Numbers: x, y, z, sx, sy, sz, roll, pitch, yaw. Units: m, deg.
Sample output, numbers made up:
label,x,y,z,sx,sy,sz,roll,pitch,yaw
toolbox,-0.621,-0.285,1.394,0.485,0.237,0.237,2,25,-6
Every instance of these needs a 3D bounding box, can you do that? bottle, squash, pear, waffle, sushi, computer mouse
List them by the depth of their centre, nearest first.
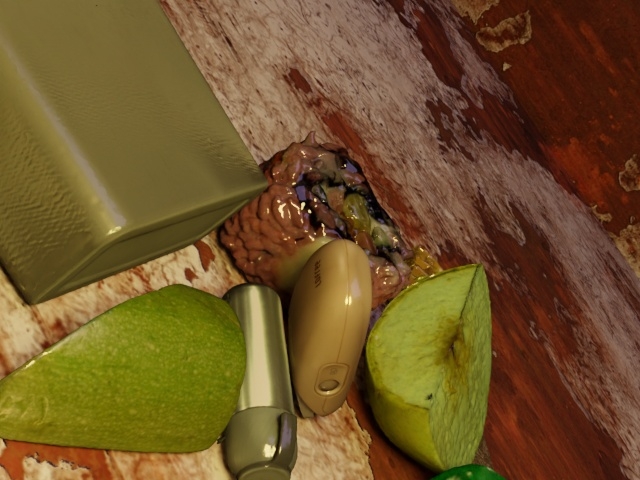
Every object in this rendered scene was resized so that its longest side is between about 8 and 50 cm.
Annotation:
label,x,y,z,sx,sy,sz,roll,pitch,yaw
squash,-0.202,0.094,0.936,0.288,0.111,0.203,21,39,-43
bottle,-0.068,0.157,1.077,0.079,0.096,0.254,26,37,-30
computer mouse,0.003,0.105,1.128,0.081,0.237,0.145,6,47,-9
sushi,0.000,0.000,1.290,0.270,0.170,0.236,50,26,-16
pear,0.157,0.203,1.328,0.239,0.139,0.288,63,37,-33
waffle,0.205,0.125,1.582,0.211,0.055,0.160,49,27,-9

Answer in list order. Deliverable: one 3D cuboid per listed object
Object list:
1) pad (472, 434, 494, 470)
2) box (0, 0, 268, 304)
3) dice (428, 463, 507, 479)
label,x,y,z,sx,sy,sz,roll,pitch,yaw
pad,0.210,0.320,1.412,0.158,0.003,0.235,30,35,-37
box,-0.265,-0.142,1.054,0.344,0.177,0.352,57,27,3
dice,0.184,0.363,1.185,0.131,0.128,0.120,34,30,-28
